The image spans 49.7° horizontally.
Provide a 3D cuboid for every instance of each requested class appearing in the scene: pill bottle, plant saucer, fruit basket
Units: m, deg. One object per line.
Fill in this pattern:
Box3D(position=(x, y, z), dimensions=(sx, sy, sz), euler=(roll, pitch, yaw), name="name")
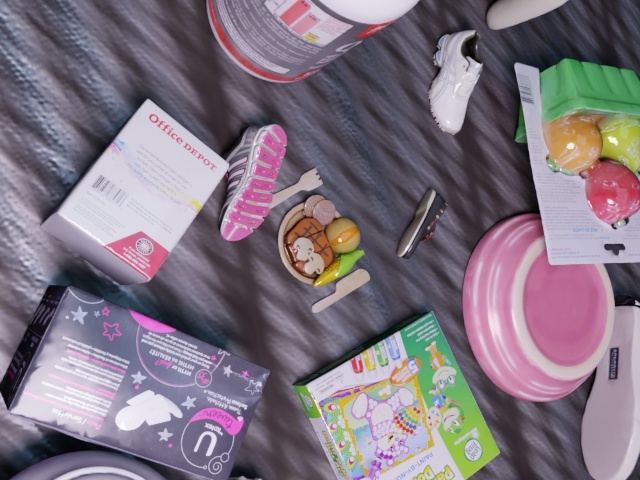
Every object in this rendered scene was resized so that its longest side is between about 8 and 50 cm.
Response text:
Box3D(position=(0.012, -0.350, 0.873), dimensions=(0.210, 0.363, 0.210), euler=(4, 82, -29), name="pill bottle")
Box3D(position=(0.397, 0.114, 1.200), dimensions=(0.333, 0.084, 0.331), euler=(4, 82, -29), name="plant saucer")
Box3D(position=(0.478, -0.130, 1.224), dimensions=(0.327, 0.165, 0.352), euler=(-1, 83, -30), name="fruit basket")

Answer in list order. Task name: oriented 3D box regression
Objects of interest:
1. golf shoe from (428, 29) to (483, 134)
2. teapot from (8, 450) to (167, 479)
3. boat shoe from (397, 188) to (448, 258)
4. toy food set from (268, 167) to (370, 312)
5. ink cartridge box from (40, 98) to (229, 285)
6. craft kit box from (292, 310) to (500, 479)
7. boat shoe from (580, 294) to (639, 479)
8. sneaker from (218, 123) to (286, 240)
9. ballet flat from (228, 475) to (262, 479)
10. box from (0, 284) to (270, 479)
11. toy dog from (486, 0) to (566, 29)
Box3D(position=(0.231, -0.268, 1.151), dimensions=(0.069, 0.086, 0.176), euler=(6, 82, -31), name="golf shoe")
Box3D(position=(-0.227, 0.305, 0.661), dimensions=(0.256, 0.187, 0.252), euler=(-16, 64, -36), name="teapot")
Box3D(position=(0.164, -0.021, 1.101), dimensions=(0.042, 0.049, 0.133), euler=(38, 62, -12), name="boat shoe")
Box3D(position=(0.000, 0.000, 1.010), dimensions=(0.132, 0.039, 0.192), euler=(-32, 100, -29), name="toy food set")
Box3D(position=(-0.223, -0.054, 0.836), dimensions=(0.128, 0.127, 0.176), euler=(40, 67, -19), name="ink cartridge box")
Box3D(position=(0.117, 0.267, 1.021), dimensions=(0.250, 0.061, 0.246), euler=(-26, 92, -30), name="craft kit box")
Box3D(position=(0.587, 0.282, 1.260), dimensions=(0.158, 0.127, 0.340), euler=(21, 74, -20), name="boat shoe")
Box3D(position=(-0.105, -0.084, 0.952), dimensions=(0.063, 0.075, 0.170), euler=(13, 100, -46), name="sneaker")
Box3D(position=(-0.155, 0.484, 0.816), dimensions=(0.147, 0.147, 0.408), euler=(42, 67, -19), name="ballet flat")
Box3D(position=(-0.216, 0.163, 0.794), dimensions=(0.247, 0.163, 0.142), euler=(29, 74, -24), name="box")
Box3D(position=(0.326, -0.592, 1.081), dimensions=(0.408, 0.395, 0.284), euler=(46, 73, -27), name="toy dog")
